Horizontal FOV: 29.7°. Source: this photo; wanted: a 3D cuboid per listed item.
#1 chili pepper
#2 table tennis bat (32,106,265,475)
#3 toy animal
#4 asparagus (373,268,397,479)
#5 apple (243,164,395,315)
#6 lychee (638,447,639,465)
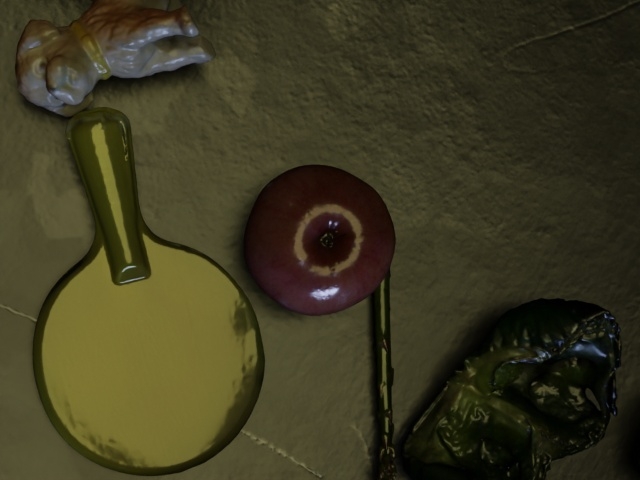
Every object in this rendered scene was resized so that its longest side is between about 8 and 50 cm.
[{"bbox_3d":[0.204,0.175,1.239,0.148,0.116,0.264,34,83,31],"label":"chili pepper"},{"bbox_3d":[-0.185,0.051,1.191,0.224,0.054,0.368,-14,92,-13],"label":"table tennis bat"},{"bbox_3d":[-0.226,-0.218,1.198,0.185,0.104,0.183,-29,63,3],"label":"toy animal"},{"bbox_3d":[0.065,0.140,1.244,0.025,0.024,0.248,5,79,-36],"label":"asparagus"},{"bbox_3d":[0.000,0.000,1.198,0.154,0.120,0.153,1,85,-13],"label":"apple"},{"bbox_3d":[0.404,0.210,1.276,0.146,0.114,0.114,-35,93,6],"label":"lychee"}]
